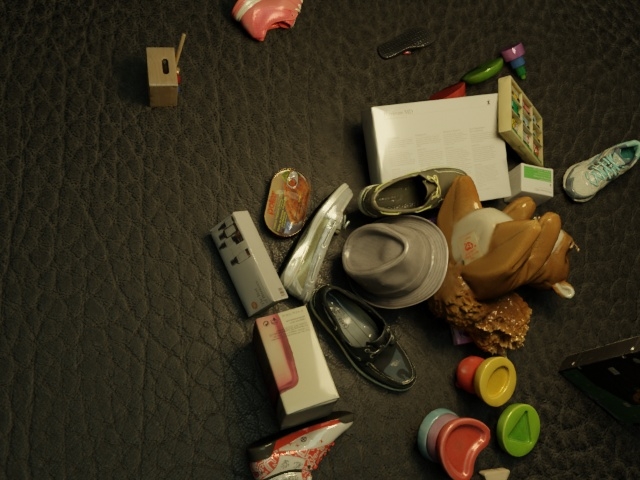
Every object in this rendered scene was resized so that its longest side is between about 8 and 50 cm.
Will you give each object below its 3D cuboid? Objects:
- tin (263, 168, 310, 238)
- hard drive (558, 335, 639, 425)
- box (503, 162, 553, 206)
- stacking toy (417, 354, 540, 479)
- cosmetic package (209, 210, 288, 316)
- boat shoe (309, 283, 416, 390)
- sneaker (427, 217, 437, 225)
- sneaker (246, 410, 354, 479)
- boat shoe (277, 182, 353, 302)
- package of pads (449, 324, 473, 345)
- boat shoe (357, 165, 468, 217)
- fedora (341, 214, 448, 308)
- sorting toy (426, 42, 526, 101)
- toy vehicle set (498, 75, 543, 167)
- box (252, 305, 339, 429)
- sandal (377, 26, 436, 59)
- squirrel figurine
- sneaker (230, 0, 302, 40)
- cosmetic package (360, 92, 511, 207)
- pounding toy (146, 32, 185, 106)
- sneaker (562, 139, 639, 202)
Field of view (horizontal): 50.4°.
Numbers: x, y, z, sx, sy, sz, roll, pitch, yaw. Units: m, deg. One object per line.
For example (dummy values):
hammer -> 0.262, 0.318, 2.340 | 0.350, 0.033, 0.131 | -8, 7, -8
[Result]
tin -> -0.088, -0.095, 1.764 | 0.106, 0.040, 0.190 | 16, 70, -13
hard drive -> 0.777, 0.351, 1.670 | 0.237, 0.339, 0.064 | 40, 66, 2
box -> 0.583, -0.154, 1.910 | 0.101, 0.102, 0.087 | 9, 73, -12
stacking toy -> 0.387, 0.461, 1.693 | 0.309, 0.130, 0.279 | -49, 115, -19
cosmetic package -> -0.177, 0.056, 1.653 | 0.060, 0.099, 0.239 | -12, 72, -54
boat shoe -> 0.116, 0.232, 1.666 | 0.127, 0.113, 0.340 | -38, 85, -22
sneaker -> 0.300, -0.003, 1.805 | 0.236, 0.095, 0.104 | -37, 77, -26
sneaker -> -0.030, 0.499, 1.566 | 0.270, 0.090, 0.145 | -16, 90, -25
boat shoe -> 0.000, 0.001, 1.717 | 0.103, 0.118, 0.320 | 33, 72, -8
package of pads -> 0.365, 0.229, 1.772 | 0.050, 0.032, 0.083 | -7, 75, -16
boat shoe -> 0.249, -0.122, 1.719 | 0.305, 0.091, 0.109 | -14, 96, -15
fedora -> 0.160, 0.037, 1.657 | 0.124, 0.275, 0.244 | 28, 70, -51
sorting toy -> 0.479, -0.440, 1.989 | 0.365, 0.127, 0.126 | -36, 107, -19
toy vehicle set -> 0.564, -0.324, 1.905 | 0.267, 0.035, 0.166 | 27, 62, -50
box -> -0.063, 0.293, 1.562 | 0.126, 0.149, 0.232 | -14, 64, -16
sandal -> 0.252, -0.577, 2.003 | 0.179, 0.040, 0.067 | -21, 73, -4
squirrel figurine -> 0.467, 0.083, 1.724 | 0.370, 0.281, 0.397 | 17, 102, -41
sneaker -> -0.097, -0.669, 1.920 | 0.314, 0.116, 0.136 | -36, 94, -14
cosmetic package -> 0.313, -0.232, 1.832 | 0.377, 0.097, 0.285 | -9, 96, -16
pounding toy -> -0.394, -0.437, 1.746 | 0.100, 0.130, 0.141 | -4, 74, -15
sneaker -> 0.822, -0.215, 1.977 | 0.283, 0.122, 0.110 | -34, 83, -21
